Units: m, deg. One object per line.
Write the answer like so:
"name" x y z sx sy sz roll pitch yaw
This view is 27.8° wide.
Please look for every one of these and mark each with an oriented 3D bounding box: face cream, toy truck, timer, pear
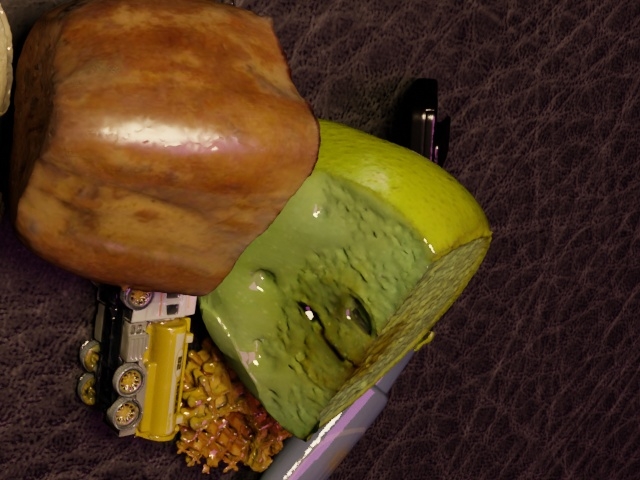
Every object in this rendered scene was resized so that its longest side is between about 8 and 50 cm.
"face cream" -0.004 0.266 1.685 0.385 0.086 0.135 -54 155 -8
"toy truck" -0.202 0.117 1.468 0.114 0.098 0.227 -4 110 -38
"timer" 0.132 -0.118 1.607 0.055 0.187 0.144 3 109 6
"pear" 0.000 0.000 1.478 0.238 0.318 0.342 -30 159 -51

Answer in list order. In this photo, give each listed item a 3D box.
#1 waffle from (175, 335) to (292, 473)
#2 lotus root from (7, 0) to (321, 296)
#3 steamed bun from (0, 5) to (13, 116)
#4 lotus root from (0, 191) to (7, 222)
"waffle" -0.096 0.196 1.596 0.193 0.070 0.197 5 102 -40
"lotus root" -0.198 -0.111 1.298 0.250 0.316 0.316 6 101 -37
"steamed bun" -0.367 -0.215 1.198 0.110 0.231 0.212 1 87 5
"lotus root" -0.423 -0.065 1.198 0.131 0.146 0.303 -32 142 21
